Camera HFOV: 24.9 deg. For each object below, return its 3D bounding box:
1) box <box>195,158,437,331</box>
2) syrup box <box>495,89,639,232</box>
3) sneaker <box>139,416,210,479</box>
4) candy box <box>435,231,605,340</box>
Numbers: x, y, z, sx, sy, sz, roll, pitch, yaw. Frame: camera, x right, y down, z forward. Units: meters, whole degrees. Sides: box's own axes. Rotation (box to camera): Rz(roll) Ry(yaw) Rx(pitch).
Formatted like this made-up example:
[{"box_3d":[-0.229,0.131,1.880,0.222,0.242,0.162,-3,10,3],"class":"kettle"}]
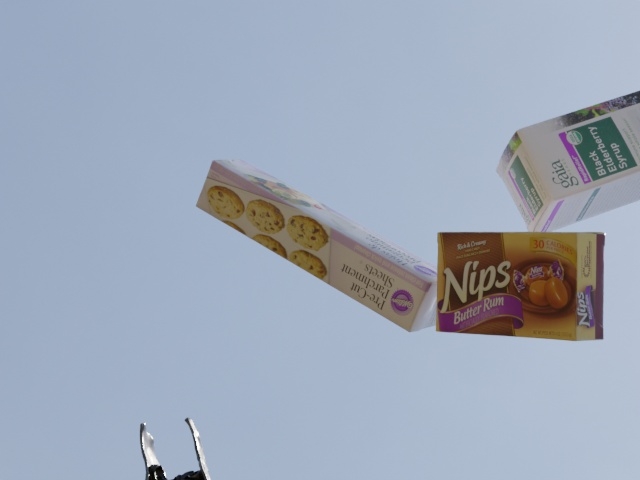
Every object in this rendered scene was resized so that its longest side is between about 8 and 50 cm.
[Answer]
[{"box_3d":[0.000,0.000,1.656,0.324,0.063,0.067,31,-70,27],"class":"box"},{"box_3d":[0.327,-0.096,1.620,0.096,0.236,0.093,108,-39,-62],"class":"syrup box"},{"box_3d":[-0.066,0.165,0.688,0.051,0.170,0.089,-11,-64,4],"class":"sneaker"},{"box_3d":[0.202,0.044,1.487,0.186,0.053,0.109,1,-90,46],"class":"candy box"}]
